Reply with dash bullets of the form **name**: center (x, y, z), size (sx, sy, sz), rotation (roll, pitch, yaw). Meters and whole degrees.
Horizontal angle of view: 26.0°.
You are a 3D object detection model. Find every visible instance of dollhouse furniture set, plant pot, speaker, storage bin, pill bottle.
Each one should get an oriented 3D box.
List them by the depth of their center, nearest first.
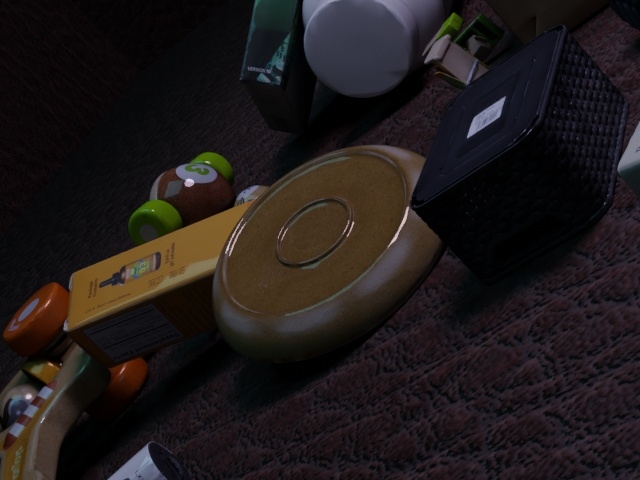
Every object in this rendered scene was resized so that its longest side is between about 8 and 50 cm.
- **storage bin**: center (0.150, -0.067, 1.036), size (0.122, 0.084, 0.180), rotation (-33, 18, 33)
- **speaker**: center (-0.169, 0.227, 1.134), size (0.136, 0.055, 0.055), rotation (-41, 16, 8)
- **plant pot**: center (0.000, 0.000, 1.185), size (0.236, 0.032, 0.236), rotation (-23, 39, 20)
- **dollhouse furniture set**: center (0.138, -0.171, 1.377), size (0.058, 0.076, 0.151), rotation (-49, 8, 35)
- **pill bottle**: center (0.072, -0.289, 1.654), size (0.169, 0.169, 0.301), rotation (-35, 17, 30)

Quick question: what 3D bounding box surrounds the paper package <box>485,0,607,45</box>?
- **paper package**: center (0.283, -0.383, 1.371), size (0.309, 0.168, 0.325), rotation (-35, 17, 31)

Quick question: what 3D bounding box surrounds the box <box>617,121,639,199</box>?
- **box**: center (0.290, -0.076, 0.685), size (0.275, 0.094, 0.113), rotation (-25, 24, 49)

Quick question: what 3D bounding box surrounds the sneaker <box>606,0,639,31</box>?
- **sneaker**: center (0.323, -0.225, 1.019), size (0.131, 0.112, 0.319), rotation (-31, 14, -17)

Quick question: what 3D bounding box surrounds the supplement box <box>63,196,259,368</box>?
- **supplement box**: center (-0.130, 0.042, 1.338), size (0.233, 0.080, 0.078), rotation (-19, 44, 18)

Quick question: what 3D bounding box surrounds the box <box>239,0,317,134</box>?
- **box**: center (-0.027, -0.315, 1.727), size (0.232, 0.058, 0.322), rotation (55, -136, -79)

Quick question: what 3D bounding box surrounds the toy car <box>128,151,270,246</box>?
- **toy car**: center (-0.070, -0.029, 1.421), size (0.188, 0.149, 0.155), rotation (-21, 16, 31)

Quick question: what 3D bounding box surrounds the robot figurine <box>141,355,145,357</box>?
- **robot figurine**: center (-0.209, 0.090, 1.564), size (0.101, 0.067, 0.115), rotation (-24, 22, 22)

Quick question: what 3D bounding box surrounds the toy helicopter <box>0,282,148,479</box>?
- **toy helicopter**: center (-0.299, 0.209, 1.369), size (0.235, 0.140, 0.355), rotation (-42, 20, 8)
